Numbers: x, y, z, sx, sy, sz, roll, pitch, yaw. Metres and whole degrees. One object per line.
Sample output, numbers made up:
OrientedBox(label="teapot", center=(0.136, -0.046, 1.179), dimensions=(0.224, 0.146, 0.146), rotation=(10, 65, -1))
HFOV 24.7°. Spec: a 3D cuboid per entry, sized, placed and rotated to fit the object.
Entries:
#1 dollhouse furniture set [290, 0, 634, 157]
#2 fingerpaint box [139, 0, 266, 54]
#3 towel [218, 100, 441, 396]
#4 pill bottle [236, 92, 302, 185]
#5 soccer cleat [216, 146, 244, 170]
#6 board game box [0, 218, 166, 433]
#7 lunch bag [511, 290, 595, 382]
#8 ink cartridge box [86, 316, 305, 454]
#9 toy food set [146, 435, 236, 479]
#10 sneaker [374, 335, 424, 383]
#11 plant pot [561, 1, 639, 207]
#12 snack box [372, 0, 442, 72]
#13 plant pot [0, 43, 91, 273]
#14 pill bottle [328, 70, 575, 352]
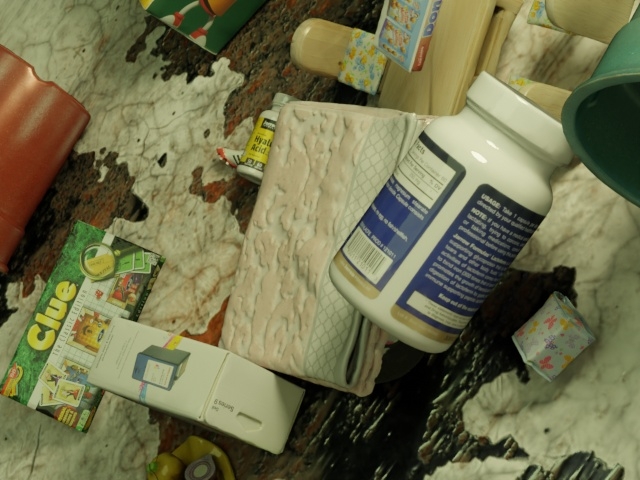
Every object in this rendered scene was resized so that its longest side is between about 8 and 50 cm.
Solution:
OrientedBox(label="dollhouse furniture set", center=(0.140, -0.329, 1.634), dimensions=(0.362, 0.256, 0.394), rotation=(25, 102, 43))
OrientedBox(label="fingerpaint box", center=(-0.155, -0.549, 2.104), dimensions=(0.371, 0.163, 0.445), rotation=(-46, 49, 14))
OrientedBox(label="towel", center=(0.000, 0.000, 1.715), dimensions=(0.317, 0.053, 0.332), rotation=(10, 83, 58))
OrientedBox(label="pill bottle", center=(-0.059, -0.129, 1.891), dimensions=(0.065, 0.065, 0.116), rotation=(16, 80, 43))
OrientedBox(label="soccer cleat", center=(-0.106, -0.109, 1.948), dimensions=(0.035, 0.029, 0.083), rotation=(-51, 50, -4))
OrientedBox(label="board game box", center=(-0.323, 0.114, 1.976), dimensions=(0.136, 0.030, 0.259), rotation=(22, 84, 15))
OrientedBox(label="lunch bag", center=(0.244, 0.098, 1.544), dimensions=(0.071, 0.053, 0.083), rotation=(-47, 22, 12))
OrientedBox(label="ink cartridge box", center=(-0.150, 0.175, 1.759), dimensions=(0.212, 0.154, 0.093), rotation=(14, 78, 43))
OrientedBox(label="toy food set", center=(-0.161, 0.331, 1.751), dimensions=(0.128, 0.071, 0.218), rotation=(-39, 50, 18))
OrientedBox(label="sneaker", center=(0.098, 0.088, 1.673), dimensions=(0.178, 0.072, 0.077), rotation=(-43, 26, 17))
OrientedBox(label="plant pot", center=(0.443, -0.199, 1.360), dimensions=(0.341, 0.341, 0.334), rotation=(10, 68, 42))
OrientedBox(label="snack box", center=(0.103, -0.271, 1.566), dimensions=(0.064, 0.022, 0.178), rotation=(41, 132, 31))
OrientedBox(label="plant pot", center=(-0.490, -0.135, 2.133), dimensions=(0.272, 0.272, 0.265), rotation=(30, 81, 43))
OrientedBox(label="pill bottle", center=(0.139, -0.030, 1.479), dimensions=(0.264, 0.153, 0.153), rotation=(-55, 47, 12))
